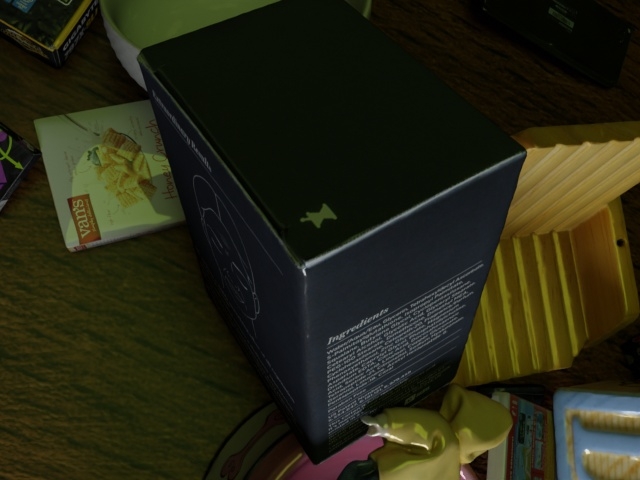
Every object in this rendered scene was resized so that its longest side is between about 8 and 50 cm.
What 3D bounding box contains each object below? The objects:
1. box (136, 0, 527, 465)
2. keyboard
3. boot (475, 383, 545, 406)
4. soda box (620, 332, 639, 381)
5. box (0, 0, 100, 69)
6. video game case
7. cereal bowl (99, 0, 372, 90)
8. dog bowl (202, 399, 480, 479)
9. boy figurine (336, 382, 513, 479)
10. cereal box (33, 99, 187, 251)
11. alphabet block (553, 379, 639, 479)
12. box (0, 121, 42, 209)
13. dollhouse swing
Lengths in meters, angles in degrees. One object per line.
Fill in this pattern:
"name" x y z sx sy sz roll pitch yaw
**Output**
"box" 0.000 0.000 0.673 0.212 0.396 0.293 -27 56 -18
"keyboard" 0.408 -0.407 1.068 0.317 0.033 0.202 22 83 -22
"boot" 0.291 0.268 0.957 0.121 0.045 0.099 5 85 -16
"soda box" 0.563 0.235 1.036 0.060 0.053 0.169 -25 90 -18
"box" -0.418 -0.416 0.818 0.322 0.079 0.257 31 77 -11
"video game case" 0.301 0.334 0.869 0.285 0.025 0.204 29 63 -45
"cereal bowl" -0.104 -0.275 0.827 0.338 0.141 0.339 1 54 -2
"dog bowl" 0.044 0.392 0.809 0.407 0.150 0.408 2 82 -17
"boy figurine" 0.092 0.249 0.707 0.285 0.092 0.177 -31 119 -20
"cereal box" -0.235 -0.097 0.843 0.240 0.047 0.173 -16 86 -18
"alphabet block" 0.461 0.302 0.891 0.197 0.192 0.194 7 81 -44
"box" -0.443 -0.111 0.772 0.162 0.029 0.116 38 97 -7
"dollhouse swing" 0.311 0.037 0.858 0.346 0.305 0.315 -6 84 -18
